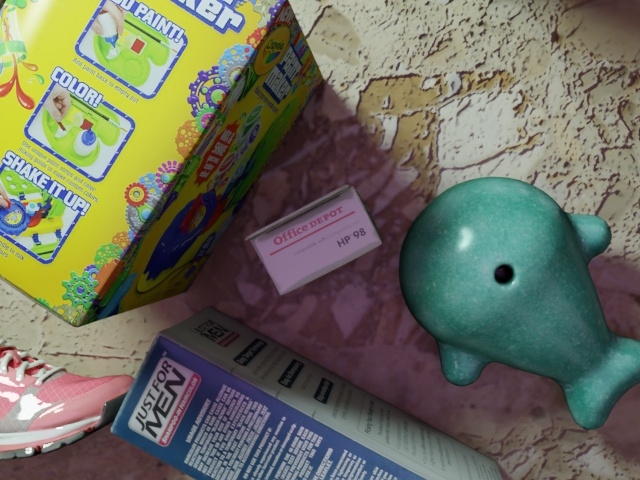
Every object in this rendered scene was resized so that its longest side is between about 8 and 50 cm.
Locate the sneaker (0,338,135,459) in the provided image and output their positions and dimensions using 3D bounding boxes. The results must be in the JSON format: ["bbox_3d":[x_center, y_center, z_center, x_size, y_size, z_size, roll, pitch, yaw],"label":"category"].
[{"bbox_3d":[-0.342,0.151,0.773,0.314,0.116,0.136,-8,89,5],"label":"sneaker"}]

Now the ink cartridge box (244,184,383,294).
[{"bbox_3d":[0.000,0.000,0.706,0.104,0.180,0.060,-27,88,5],"label":"ink cartridge box"}]

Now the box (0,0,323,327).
[{"bbox_3d":[-0.155,-0.101,0.663,0.177,0.290,0.279,33,94,4],"label":"box"}]

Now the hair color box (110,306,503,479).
[{"bbox_3d":[0.000,0.197,0.713,0.347,0.174,0.105,28,95,4],"label":"hair color box"}]

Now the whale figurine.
[{"bbox_3d":[0.199,0.062,0.709,0.216,0.141,0.272,-45,88,4],"label":"whale figurine"}]
